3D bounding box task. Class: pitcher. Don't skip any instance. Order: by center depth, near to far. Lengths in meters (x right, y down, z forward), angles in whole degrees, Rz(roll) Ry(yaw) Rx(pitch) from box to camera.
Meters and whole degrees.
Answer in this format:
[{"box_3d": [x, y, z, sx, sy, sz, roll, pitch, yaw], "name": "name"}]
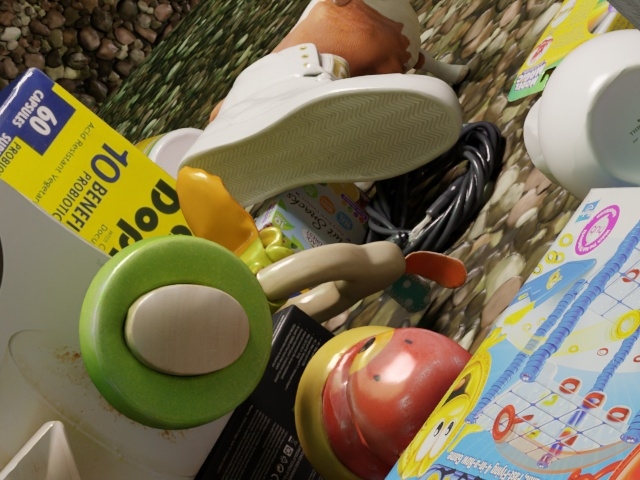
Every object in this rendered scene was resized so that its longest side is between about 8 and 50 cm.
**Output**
[{"box_3d": [0.229, -0.100, 1.341, 0.178, 0.125, 0.207, -43, 4, 3], "name": "pitcher"}]

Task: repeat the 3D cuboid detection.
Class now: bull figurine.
[{"box_3d": [0.027, -0.167, 1.928, 0.310, 0.188, 0.101, -41, 18, 31], "name": "bull figurine"}]

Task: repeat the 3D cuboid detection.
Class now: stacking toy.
[{"box_3d": [-0.046, 0.146, 1.240, 0.309, 0.279, 0.130, -59, 16, -17], "name": "stacking toy"}]

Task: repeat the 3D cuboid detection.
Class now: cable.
[{"box_3d": [0.100, -0.052, 1.719, 0.150, 0.047, 0.184, -39, 18, 35], "name": "cable"}]

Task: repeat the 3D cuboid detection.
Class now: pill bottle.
[{"box_3d": [-0.196, -0.080, 2.502, 0.118, 0.117, 0.208, -54, 15, -14], "name": "pill bottle"}]

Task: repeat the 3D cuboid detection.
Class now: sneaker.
[{"box_3d": [0.013, -0.132, 1.784, 0.292, 0.108, 0.169, -11, 35, 31], "name": "sneaker"}]

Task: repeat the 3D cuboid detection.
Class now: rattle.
[{"box_3d": [0.000, 0.000, 1.543, 0.199, 0.143, 0.130, -18, -36, -20], "name": "rattle"}]

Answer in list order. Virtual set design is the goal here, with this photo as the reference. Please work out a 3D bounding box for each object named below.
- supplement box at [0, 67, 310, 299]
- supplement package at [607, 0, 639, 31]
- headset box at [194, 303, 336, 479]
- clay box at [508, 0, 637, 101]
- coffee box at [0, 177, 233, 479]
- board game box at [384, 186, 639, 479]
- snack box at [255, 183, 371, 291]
[{"box_3d": [-0.211, 0.042, 1.791, 0.194, 0.356, 0.195, -58, 17, -24], "name": "supplement box"}, {"box_3d": [0.280, -0.170, 1.061, 0.199, 0.262, 0.198, -50, 15, 2], "name": "supplement package"}, {"box_3d": [-0.093, 0.215, 1.478, 0.283, 0.131, 0.246, -31, 25, 51], "name": "headset box"}, {"box_3d": [0.252, -0.197, 1.614, 0.222, 0.053, 0.127, -57, 16, -19], "name": "clay box"}, {"box_3d": [-0.312, 0.140, 1.387, 0.334, 0.337, 0.338, -59, 16, -20], "name": "coffee box"}, {"box_3d": [0.164, 0.112, 1.070, 0.302, 0.086, 0.308, -53, 15, -11], "name": "board game box"}, {"box_3d": [-0.006, -0.019, 1.839, 0.037, 0.100, 0.141, -38, 19, 35], "name": "snack box"}]
